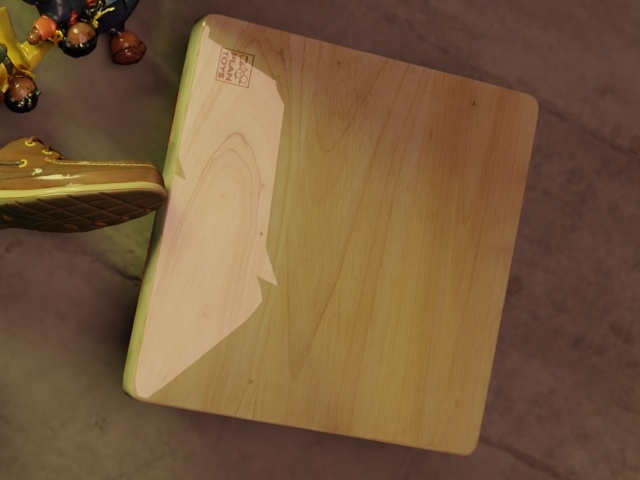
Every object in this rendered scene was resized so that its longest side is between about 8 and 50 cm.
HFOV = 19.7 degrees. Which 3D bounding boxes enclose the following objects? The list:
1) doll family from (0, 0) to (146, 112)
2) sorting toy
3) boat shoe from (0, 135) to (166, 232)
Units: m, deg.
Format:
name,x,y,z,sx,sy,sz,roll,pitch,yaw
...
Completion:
name,x,y,z,sx,sy,sz,roll,pitch,yaw
doll family,-0.187,-0.142,1.206,0.193,0.076,0.111,-33,98,-21
sorting toy,0.000,0.000,1.276,0.255,0.089,0.257,12,87,-22
boat shoe,-0.188,-0.040,1.187,0.178,0.064,0.060,-4,70,7
